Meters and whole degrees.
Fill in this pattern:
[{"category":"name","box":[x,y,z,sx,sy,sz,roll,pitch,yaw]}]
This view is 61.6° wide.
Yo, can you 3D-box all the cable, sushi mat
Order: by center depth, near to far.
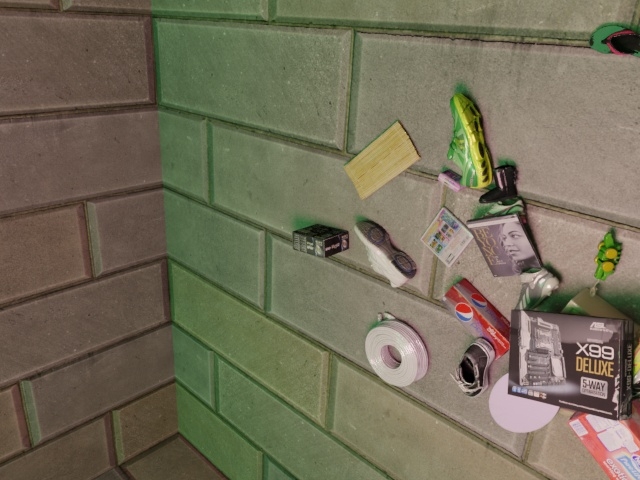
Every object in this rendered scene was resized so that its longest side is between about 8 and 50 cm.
[{"category":"sushi mat","box":[0.214,-0.279,1.919,0.316,0.019,0.151,-36,77,45]},{"category":"cable","box":[0.287,0.428,2.047,0.257,0.089,0.257,23,119,38]}]

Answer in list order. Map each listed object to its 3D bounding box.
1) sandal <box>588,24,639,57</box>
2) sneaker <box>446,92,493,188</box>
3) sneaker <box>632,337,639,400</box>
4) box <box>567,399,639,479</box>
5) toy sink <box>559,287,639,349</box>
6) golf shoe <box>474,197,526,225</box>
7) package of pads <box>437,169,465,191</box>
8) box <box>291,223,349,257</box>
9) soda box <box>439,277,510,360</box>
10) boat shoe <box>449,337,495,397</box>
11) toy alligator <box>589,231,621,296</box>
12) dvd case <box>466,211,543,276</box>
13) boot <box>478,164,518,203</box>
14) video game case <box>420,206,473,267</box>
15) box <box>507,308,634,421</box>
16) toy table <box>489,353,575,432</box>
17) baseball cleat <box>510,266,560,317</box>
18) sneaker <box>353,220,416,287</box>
[{"category":"sandal","box":[0.741,-0.478,1.299,0.179,0.040,0.067,30,124,35]},{"category":"sneaker","box":[0.431,-0.297,1.627,0.124,0.109,0.295,-9,98,43]},{"category":"sneaker","box":[0.795,0.324,1.356,0.094,0.082,0.208,-107,35,-52]},{"category":"box","box":[0.860,0.573,1.480,0.300,0.142,0.154,54,135,16]},{"category":"toy sink","box":[0.767,0.273,1.476,0.234,0.131,0.152,43,131,26]},{"category":"golf shoe","box":[0.540,-0.073,1.640,0.186,0.068,0.085,-14,68,46]},{"category":"package of pads","box":[0.423,-0.191,1.716,0.083,0.050,0.032,39,137,29]},{"category":"box","box":[0.000,0.000,2.142,0.180,0.147,0.077,14,114,41]},{"category":"soda box","box":[0.522,0.253,1.751,0.263,0.083,0.092,48,134,21]},{"category":"boat shoe","box":[0.494,0.446,1.773,0.113,0.105,0.306,45,154,29]},{"category":"toy alligator","box":[0.777,0.068,1.454,0.051,0.056,0.189,3,111,1]},{"category":"dvd case","box":[0.556,0.019,1.620,0.165,0.018,0.221,-9,120,47]},{"category":"boot","box":[0.524,-0.167,1.590,0.121,0.045,0.099,-12,110,5]},{"category":"video game case","box":[0.425,-0.010,1.804,0.143,0.019,0.157,48,133,23]},{"category":"box","box":[0.649,0.314,1.413,0.307,0.077,0.242,-1,85,54]},{"category":"toy table","box":[0.653,0.456,1.636,0.252,0.161,0.274,56,136,14]},{"category":"baseball cleat","box":[0.627,0.157,1.621,0.109,0.072,0.206,50,131,21]},{"category":"sneaker","box":[0.216,0.052,1.978,0.297,0.111,0.129,52,140,20]}]
